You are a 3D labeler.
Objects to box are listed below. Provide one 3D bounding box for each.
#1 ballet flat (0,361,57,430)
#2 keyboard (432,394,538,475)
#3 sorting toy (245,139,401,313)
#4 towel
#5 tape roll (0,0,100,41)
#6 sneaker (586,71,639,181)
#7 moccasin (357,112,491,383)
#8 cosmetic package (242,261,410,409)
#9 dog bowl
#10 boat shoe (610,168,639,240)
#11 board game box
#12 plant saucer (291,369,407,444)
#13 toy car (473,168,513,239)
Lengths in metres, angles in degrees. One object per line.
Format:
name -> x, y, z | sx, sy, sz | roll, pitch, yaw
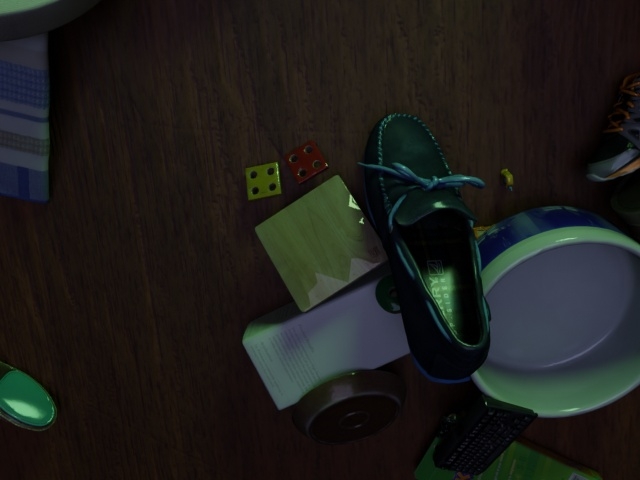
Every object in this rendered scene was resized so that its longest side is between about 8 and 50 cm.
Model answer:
ballet flat -> -0.483, 0.215, 0.922 | 0.206, 0.073, 0.067 | 41, 130, -5
keyboard -> 0.207, 0.269, 0.849 | 0.108, 0.023, 0.180 | 17, 133, -2
sorting toy -> 0.000, 0.000, 0.817 | 0.132, 0.046, 0.275 | -33, 71, 3
towel -> -0.441, -0.184, 0.776 | 0.209, 0.034, 0.285 | 12, 126, -7
tape roll -> -0.383, -0.406, 0.655 | 0.391, 0.072, 0.393 | 2, 85, -19
sneaker -> 0.400, -0.164, 0.778 | 0.083, 0.084, 0.215 | 40, 92, -9
moccasin -> 0.140, -0.015, 0.724 | 0.137, 0.117, 0.342 | -10, 66, -12
cosmetic package -> 0.020, 0.127, 0.864 | 0.231, 0.085, 0.118 | -25, 102, 6
dog bowl -> 0.303, 0.093, 0.809 | 0.264, 0.104, 0.265 | -1, 116, -2
boat shoe -> 0.497, -0.115, 0.773 | 0.307, 0.111, 0.104 | -45, 112, 7
board game box -> 0.279, 0.353, 0.937 | 0.259, 0.039, 0.124 | 25, 104, -7
plant saucer -> 0.045, 0.241, 0.874 | 0.168, 0.029, 0.169 | -11, 137, -10
toy car -> 0.220, -0.035, 0.835 | 0.060, 0.040, 0.122 | 6, 105, 0
